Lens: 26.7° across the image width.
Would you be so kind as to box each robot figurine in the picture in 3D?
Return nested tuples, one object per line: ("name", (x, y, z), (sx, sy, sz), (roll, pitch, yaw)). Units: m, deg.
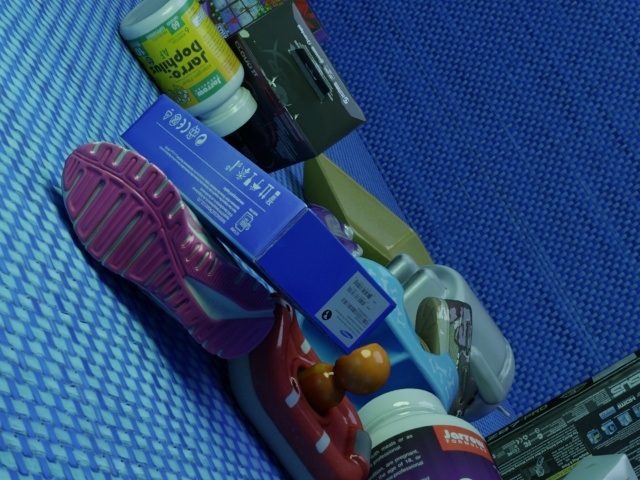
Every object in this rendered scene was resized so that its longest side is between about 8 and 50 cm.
("robot figurine", (0.208, 0.182, 2.344), (0.353, 0.200, 0.300), (52, -6, -33))

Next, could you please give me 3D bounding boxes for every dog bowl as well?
("dog bowl", (0.069, 0.160, 1.822), (0.297, 0.166, 0.074), (55, 21, -21))

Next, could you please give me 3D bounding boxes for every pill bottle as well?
("pill bottle", (0.132, 0.322, 1.513), (0.181, 0.181, 0.323), (51, 12, -41))
("pill bottle", (-0.183, -0.252, 1.932), (0.208, 0.117, 0.117), (55, 9, -25))

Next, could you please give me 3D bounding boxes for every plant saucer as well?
("plant saucer", (0.098, 0.006, 2.536), (0.333, 0.081, 0.333), (38, 16, -32))

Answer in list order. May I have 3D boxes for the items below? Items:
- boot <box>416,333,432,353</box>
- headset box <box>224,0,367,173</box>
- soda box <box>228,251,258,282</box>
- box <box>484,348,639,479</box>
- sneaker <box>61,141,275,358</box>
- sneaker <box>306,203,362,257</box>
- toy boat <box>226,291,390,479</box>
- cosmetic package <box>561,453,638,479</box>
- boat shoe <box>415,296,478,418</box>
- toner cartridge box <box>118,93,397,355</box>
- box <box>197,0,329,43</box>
("boot", (0.102, 0.198, 2.057), (0.115, 0.112, 0.305), (39, 17, -26))
("headset box", (-0.070, -0.227, 2.060), (0.218, 0.110, 0.293), (57, -23, -9))
("soda box", (-0.091, 0.076, 1.523), (0.183, 0.058, 0.063), (50, 12, -47))
("box", (0.439, 0.410, 2.205), (0.318, 0.395, 0.097), (58, 8, 3))
("sneaker", (-0.156, 0.008, 1.299), (0.252, 0.103, 0.111), (50, -8, -17))
("sneaker", (0.000, 0.000, 2.207), (0.104, 0.095, 0.236), (49, 6, -15))
("toy boat", (0.005, 0.153, 1.444), (0.231, 0.151, 0.151), (56, 18, -18))
("cosmetic package", (0.434, 0.557, 2.034), (0.284, 0.097, 0.377), (-33, 101, -38))
("boat shoe", (0.205, 0.232, 2.143), (0.103, 0.092, 0.285), (162, -73, -70))
("toner cartridge box", (-0.074, -0.025, 1.393), (0.165, 0.075, 0.348), (49, -6, -37))
("box", (-0.137, -0.459, 2.612), (0.293, 0.201, 0.057), (61, 9, 21))
